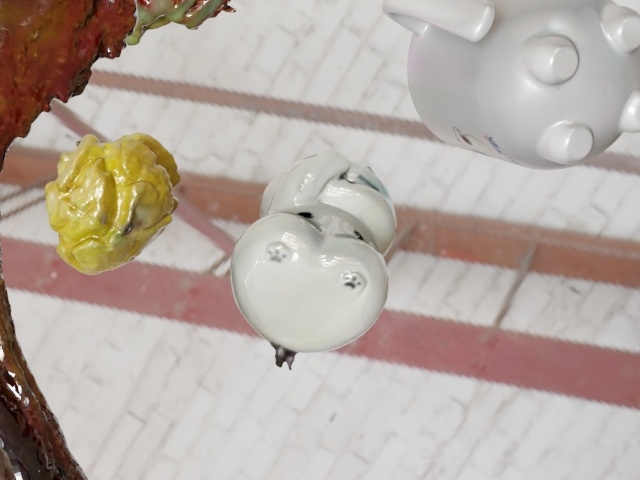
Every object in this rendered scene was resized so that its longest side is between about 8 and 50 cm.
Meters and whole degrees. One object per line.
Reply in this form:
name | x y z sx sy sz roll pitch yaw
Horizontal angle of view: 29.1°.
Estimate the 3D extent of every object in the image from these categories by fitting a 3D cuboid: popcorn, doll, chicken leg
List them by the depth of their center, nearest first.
chicken leg | -0.162 -0.044 0.573 0.096 0.158 0.406 -169 79 -76
doll | 0.000 0.002 0.892 0.180 0.110 0.107 -71 4 -52
popcorn | -0.229 -0.043 1.351 0.167 0.152 0.148 -48 -39 -2

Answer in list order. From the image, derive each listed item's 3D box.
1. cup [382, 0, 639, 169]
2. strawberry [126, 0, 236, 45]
cup | 0.143 -0.130 0.845 0.134 0.173 0.142 -39 28 -12
strawberry | -0.160 -0.270 1.072 0.167 0.208 0.087 -16 -26 -2
